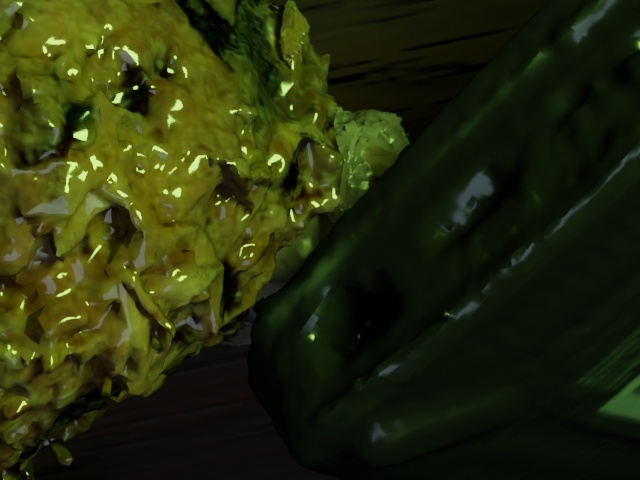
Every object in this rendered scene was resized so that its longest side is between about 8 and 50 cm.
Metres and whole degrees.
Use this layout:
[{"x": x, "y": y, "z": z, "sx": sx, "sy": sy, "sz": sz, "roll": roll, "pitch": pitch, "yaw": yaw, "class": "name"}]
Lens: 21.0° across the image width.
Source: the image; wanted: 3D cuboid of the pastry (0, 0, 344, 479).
[{"x": -0.095, "y": -0.026, "z": 0.683, "sx": 0.192, "sy": 0.275, "sz": 0.275, "roll": 2, "pitch": 124, "yaw": -13, "class": "pastry"}]

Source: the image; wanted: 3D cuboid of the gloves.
[{"x": -0.007, "y": -0.006, "z": 0.805, "sx": 0.144, "sy": 0.094, "sz": 0.110, "roll": -5, "pitch": 115, "yaw": 21, "class": "gloves"}]

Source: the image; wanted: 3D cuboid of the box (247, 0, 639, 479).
[{"x": 0.181, "y": -0.002, "z": 0.757, "sx": 0.359, "sy": 0.091, "sz": 0.350, "roll": -45, "pitch": 143, "yaw": 23, "class": "box"}]
